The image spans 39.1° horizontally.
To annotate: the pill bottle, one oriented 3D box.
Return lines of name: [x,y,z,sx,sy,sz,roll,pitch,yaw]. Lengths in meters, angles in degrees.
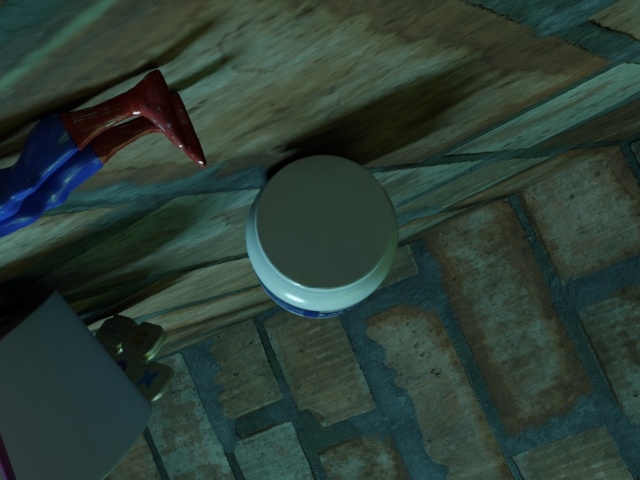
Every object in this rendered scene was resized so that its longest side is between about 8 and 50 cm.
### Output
pill bottle: [0.000,0.000,0.932,0.153,0.153,0.265,-23,174,-4]

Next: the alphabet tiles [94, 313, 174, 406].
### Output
alphabet tiles: [-0.347,0.238,1.352,0.278,0.021,0.284,8,-124,40]

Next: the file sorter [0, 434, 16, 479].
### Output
file sorter: [-0.374,0.166,0.645,0.202,0.182,0.290,-18,-179,-42]

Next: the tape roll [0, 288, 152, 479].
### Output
tape roll: [-0.322,0.190,0.939,0.246,0.169,0.246,-35,-168,9]

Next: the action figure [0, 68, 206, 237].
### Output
action figure: [-0.193,0.021,0.515,0.280,0.139,0.091,-21,173,2]
